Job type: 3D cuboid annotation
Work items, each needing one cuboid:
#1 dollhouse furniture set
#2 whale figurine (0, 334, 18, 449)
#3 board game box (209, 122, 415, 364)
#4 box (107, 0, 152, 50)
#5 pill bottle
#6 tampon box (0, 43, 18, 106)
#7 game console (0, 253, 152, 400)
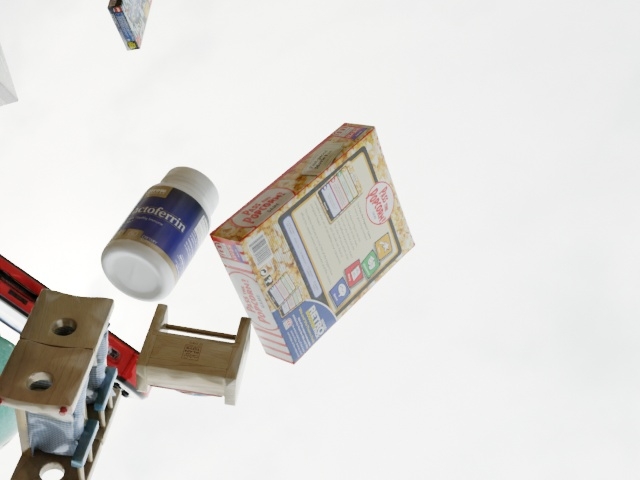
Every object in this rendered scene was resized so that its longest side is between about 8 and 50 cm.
[{"bbox_3d":[-0.162,0.142,0.842,0.183,0.129,0.129,8,-140,2],"label":"dollhouse furniture set"},{"bbox_3d":[-0.477,0.146,1.237,0.141,0.272,0.216,-47,175,38],"label":"whale figurine"},{"bbox_3d":[0.000,0.000,0.949,0.045,0.147,0.193,13,-135,45],"label":"board game box"},{"bbox_3d":[-0.324,-0.405,1.695,0.027,0.094,0.137,-5,-129,11],"label":"box"},{"bbox_3d":[-0.306,-0.019,1.946,0.153,0.153,0.265,-4,-141,28],"label":"pill bottle"},{"bbox_3d":[-0.511,-0.256,1.419,0.101,0.121,0.161,-17,179,-8],"label":"tampon box"},{"bbox_3d":[-0.452,0.132,1.568,0.060,0.386,0.342,-58,-164,-23],"label":"game console"}]
